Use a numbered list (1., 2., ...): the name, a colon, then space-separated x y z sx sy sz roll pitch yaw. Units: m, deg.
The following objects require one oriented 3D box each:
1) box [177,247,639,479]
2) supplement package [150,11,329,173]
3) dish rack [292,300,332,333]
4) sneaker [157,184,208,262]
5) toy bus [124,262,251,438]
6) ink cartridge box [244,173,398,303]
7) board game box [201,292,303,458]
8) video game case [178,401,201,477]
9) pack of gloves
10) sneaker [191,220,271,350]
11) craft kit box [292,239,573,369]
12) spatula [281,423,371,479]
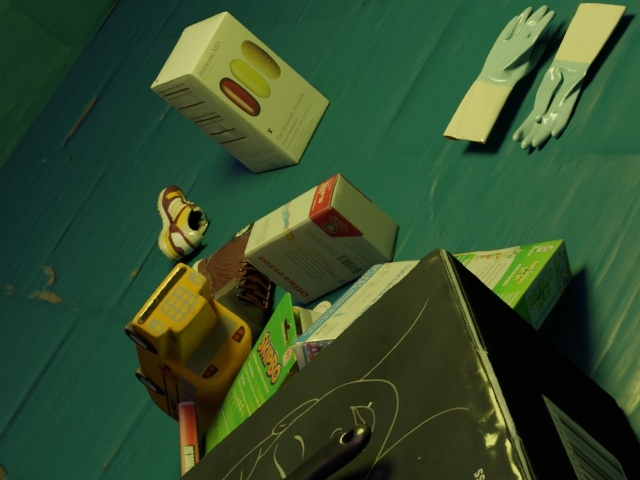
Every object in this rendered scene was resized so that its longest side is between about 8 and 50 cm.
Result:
1. box: 0.072 0.349 1.284 0.472 0.297 0.480 -41 27 16
2. supplement package: -0.132 -0.242 2.394 0.134 0.244 0.139 -9 49 53
3. dish rack: -0.058 0.250 1.765 0.285 0.072 0.333 -61 22 26
4. sneaker: -0.232 -0.041 2.507 0.084 0.069 0.185 -31 38 18
5. toy bus: -0.164 0.152 1.882 0.108 0.130 0.332 -51 -12 -20
6. ink cartridge box: 0.000 0.000 2.017 0.175 0.127 0.072 -28 34 37
7. board game box: -0.076 0.193 1.705 0.124 0.039 0.259 -101 32 -53
8. video game case: -0.149 0.363 1.757 0.025 0.204 0.285 -5 32 -5
9. pack of gloves: 0.296 -0.216 1.948 0.195 0.046 0.232 16 72 49
10. sneaker: -0.102 0.047 2.148 0.162 0.106 0.281 -45 27 5
11. craft kit box: 0.130 0.077 1.603 0.247 0.061 0.250 -11 15 28
12. spatula: -0.058 0.230 1.286 0.296 0.030 0.084 -34 28 33
